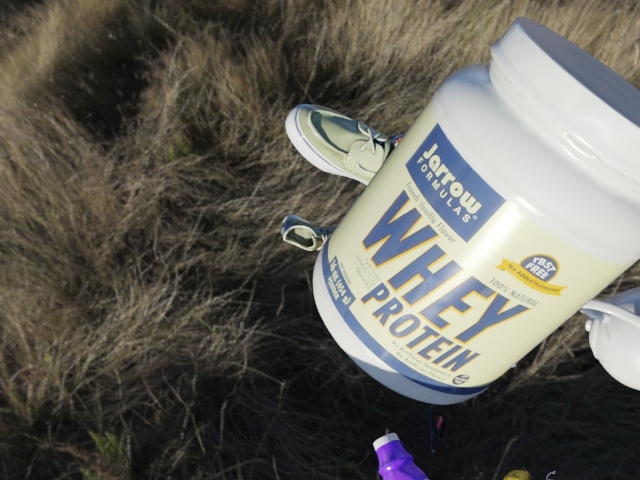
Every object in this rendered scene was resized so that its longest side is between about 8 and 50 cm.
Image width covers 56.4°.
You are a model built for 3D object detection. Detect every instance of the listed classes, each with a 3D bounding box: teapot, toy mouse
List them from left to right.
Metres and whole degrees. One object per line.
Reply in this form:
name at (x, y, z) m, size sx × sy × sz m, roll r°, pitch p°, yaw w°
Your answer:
toy mouse at (0.391, 0.459, 1.043) m, size 0.161 × 0.031 × 0.143 m, roll -10°, pitch 48°, yaw -35°
teapot at (0.706, 0.212, 1.373) m, size 0.187 × 0.256 × 0.252 m, roll 14°, pitch 30°, yaw 42°

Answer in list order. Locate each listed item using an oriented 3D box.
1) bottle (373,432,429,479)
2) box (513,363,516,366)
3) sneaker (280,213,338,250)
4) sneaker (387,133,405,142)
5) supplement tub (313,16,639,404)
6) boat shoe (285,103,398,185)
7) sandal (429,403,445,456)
bottle at (0.214, 0.615, 1.455) m, size 0.118 × 0.092 × 0.283 m, roll -38°, pitch 54°, yaw 18°
box at (0.406, 0.276, 1.576) m, size 0.203 × 0.114 × 0.103 m, roll -14°, pitch 7°, yaw 27°
sneaker at (0.000, 0.000, 1.344) m, size 0.192 × 0.064 × 0.086 m, roll 16°, pitch 24°, yaw 0°
sneaker at (0.251, -0.290, 1.785) m, size 0.221 × 0.083 × 0.087 m, roll -21°, pitch -5°, yaw -21°
supplement tub at (0.164, -0.019, 0.585) m, size 0.325 × 0.235 × 0.235 m, roll -54°, pitch 29°, yaw 33°
boat shoe at (0.085, -0.153, 1.026) m, size 0.094 × 0.302 × 0.109 m, roll -26°, pitch 43°, yaw 56°
sandal at (0.361, 0.577, 1.824) m, size 0.040 × 0.067 × 0.179 m, roll -14°, pitch 35°, yaw 19°
